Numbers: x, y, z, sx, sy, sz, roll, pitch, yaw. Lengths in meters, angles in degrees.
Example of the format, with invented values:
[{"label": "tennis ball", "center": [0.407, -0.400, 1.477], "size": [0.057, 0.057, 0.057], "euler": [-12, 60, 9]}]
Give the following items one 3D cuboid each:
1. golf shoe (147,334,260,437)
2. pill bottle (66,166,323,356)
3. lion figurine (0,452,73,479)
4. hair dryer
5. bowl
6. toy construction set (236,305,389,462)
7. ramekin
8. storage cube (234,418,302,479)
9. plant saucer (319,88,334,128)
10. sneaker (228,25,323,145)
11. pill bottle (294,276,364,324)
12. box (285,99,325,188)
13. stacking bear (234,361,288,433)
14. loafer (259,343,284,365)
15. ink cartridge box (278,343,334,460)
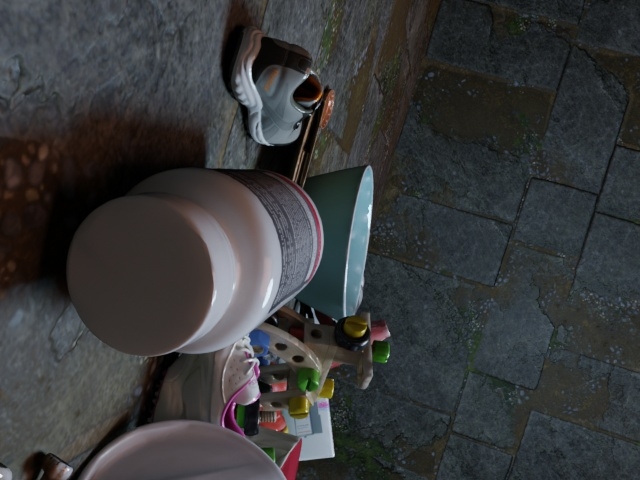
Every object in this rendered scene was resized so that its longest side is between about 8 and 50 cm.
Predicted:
[{"label": "golf shoe", "center": [-0.134, 0.147, 0.849], "size": [0.115, 0.140, 0.306], "euler": [-2, 108, -79]}, {"label": "pill bottle", "center": [-0.110, 0.013, 0.631], "size": [0.318, 0.176, 0.176], "euler": [-28, 134, -77]}, {"label": "lion figurine", "center": [-0.253, 0.280, 0.424], "size": [0.240, 0.142, 0.392], "euler": [-61, 171, -21]}, {"label": "hair dryer", "center": [0.006, 0.165, 1.282], "size": [0.224, 0.293, 0.080], "euler": [-65, 153, -22]}, {"label": "bowl", "center": [0.000, 0.000, 1.192], "size": [0.311, 0.163, 0.312], "euler": [7, 90, -79]}, {"label": "toy construction set", "center": [-0.018, 0.189, 1.039], "size": [0.309, 0.237, 0.258], "euler": [-107, -160, -70]}, {"label": "ramekin", "center": [-0.164, 0.357, 0.711], "size": [0.127, 0.272, 0.273], "euler": [-66, 176, 32]}, {"label": "storage cube", "center": [-0.151, 0.433, 1.050], "size": [0.183, 0.214, 0.193], "euler": [9, 92, -80]}, {"label": "plant saucer", "center": [0.010, -0.277, 1.283], "size": [0.083, 0.013, 0.084], "euler": [17, 90, -80]}, {"label": "sneaker", "center": [-0.047, -0.191, 0.843], "size": [0.271, 0.107, 0.100], "euler": [58, 47, -80]}, {"label": "pill bottle", "center": [0.036, 0.167, 1.773], "size": [0.278, 0.162, 0.162], "euler": [-54, 159, -64]}, {"label": "box", "center": [-0.030, -0.166, 1.050], "size": [0.201, 0.021, 0.165], "euler": [-107, -148, -75]}, {"label": "stacking bear", "center": [-0.139, 0.390, 1.226], "size": [0.175, 0.164, 0.289], "euler": [-15, 117, -79]}, {"label": "loafer", "center": [-0.128, 0.289, 1.403], "size": [0.061, 0.062, 0.170], "euler": [-33, 144, -39]}, {"label": "ink cartridge box", "center": [-0.036, 0.432, 1.513], "size": [0.207, 0.119, 0.354], "euler": [93, -8, -73]}]
